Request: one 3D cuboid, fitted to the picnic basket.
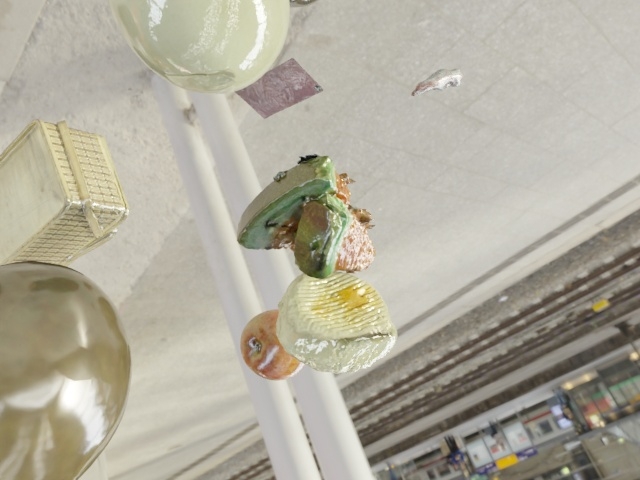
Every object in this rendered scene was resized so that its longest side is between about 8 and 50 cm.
[{"bbox_3d":[-0.580,-0.083,1.212,0.312,0.228,0.175,-33,162,25],"label":"picnic basket"}]

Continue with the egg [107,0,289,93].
[{"bbox_3d":[-0.149,-0.302,0.709,0.219,0.219,0.269,-29,169,13],"label":"egg"}]

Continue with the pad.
[{"bbox_3d":[-0.098,-0.347,1.287,0.187,0.006,0.113,-16,143,35],"label":"pad"}]

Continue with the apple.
[{"bbox_3d":[-0.121,0.278,1.495,0.188,0.188,0.173,-37,157,27],"label":"apple"}]

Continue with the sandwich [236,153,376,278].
[{"bbox_3d":[0.000,0.000,1.083,0.250,0.162,0.301,-29,140,28],"label":"sandwich"}]

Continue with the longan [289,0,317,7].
[{"bbox_3d":[-0.092,-0.591,1.029,0.288,0.289,0.350,-38,145,30],"label":"longan"}]

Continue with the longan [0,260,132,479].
[{"bbox_3d":[-0.287,0.139,0.530,0.214,0.246,0.246,17,155,8],"label":"longan"}]

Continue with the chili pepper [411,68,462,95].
[{"bbox_3d":[0.240,-0.324,1.138,0.153,0.041,0.050,-20,161,-30],"label":"chili pepper"}]

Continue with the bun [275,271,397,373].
[{"bbox_3d":[0.022,0.173,1.095,0.243,0.244,0.153,-6,126,-33],"label":"bun"}]
